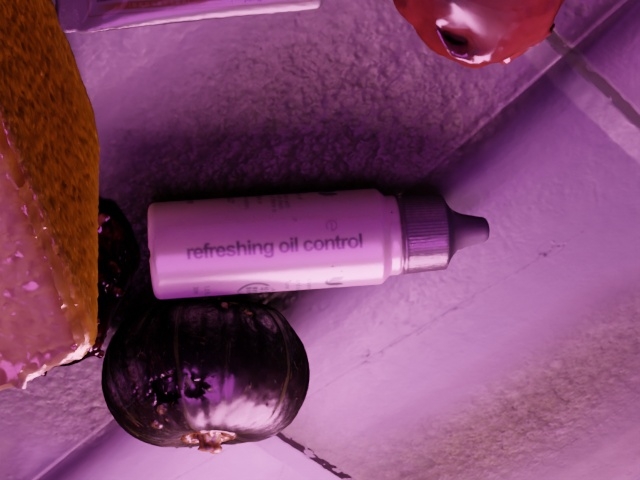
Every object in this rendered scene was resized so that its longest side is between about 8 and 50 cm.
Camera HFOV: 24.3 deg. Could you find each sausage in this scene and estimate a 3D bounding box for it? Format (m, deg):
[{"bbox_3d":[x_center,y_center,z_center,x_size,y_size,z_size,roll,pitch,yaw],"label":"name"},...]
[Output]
[{"bbox_3d":[0.131,-0.264,1.138,0.152,0.152,0.279,-2,127,-5],"label":"sausage"}]

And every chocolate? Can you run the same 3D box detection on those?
[{"bbox_3d":[-0.233,0.054,1.349,0.156,0.133,0.156,-5,129,-6],"label":"chocolate"}]

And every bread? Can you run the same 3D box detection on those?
[{"bbox_3d":[-0.269,-0.098,1.109,0.143,0.333,0.323,-15,124,3],"label":"bread"}]

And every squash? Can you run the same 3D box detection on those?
[{"bbox_3d":[-0.108,0.125,1.403,0.193,0.156,0.193,-18,150,-10],"label":"squash"}]

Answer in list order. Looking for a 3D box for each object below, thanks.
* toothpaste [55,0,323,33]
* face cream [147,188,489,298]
[{"bbox_3d":[-0.089,-0.208,1.218,0.255,0.067,0.037,-4,169,-7],"label":"toothpaste"},{"bbox_3d":[0.000,0.000,1.361,0.311,0.092,0.092,-3,127,-5],"label":"face cream"}]
